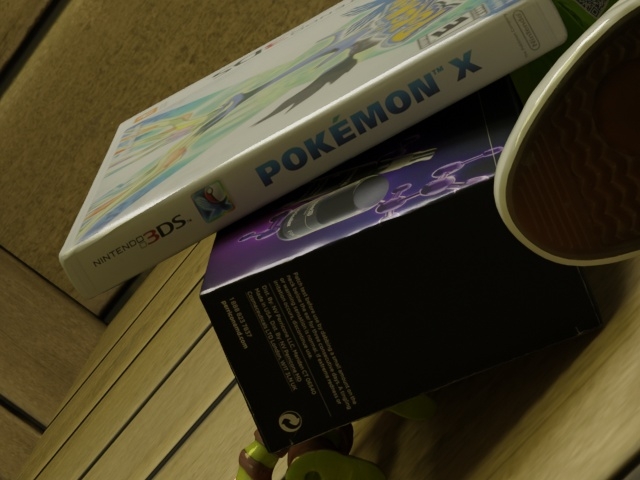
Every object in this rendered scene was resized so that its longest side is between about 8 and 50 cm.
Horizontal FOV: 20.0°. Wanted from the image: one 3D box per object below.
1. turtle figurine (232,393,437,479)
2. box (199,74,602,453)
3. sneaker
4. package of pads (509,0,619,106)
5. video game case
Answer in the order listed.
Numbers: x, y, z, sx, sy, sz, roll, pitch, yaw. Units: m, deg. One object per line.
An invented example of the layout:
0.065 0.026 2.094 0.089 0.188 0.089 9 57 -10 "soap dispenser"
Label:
0.020 0.074 1.131 0.269 0.087 0.217 -46 12 4 "turtle figurine"
0.043 -0.004 1.016 0.184 0.103 0.261 -20 16 7 "box"
0.196 -0.096 0.847 0.290 0.106 0.123 -42 5 -2 "sneaker"
0.151 -0.136 1.252 0.296 0.101 0.229 -39 16 52 "package of pads"
-0.007 -0.094 1.115 0.300 0.036 0.329 -28 15 8 "video game case"
